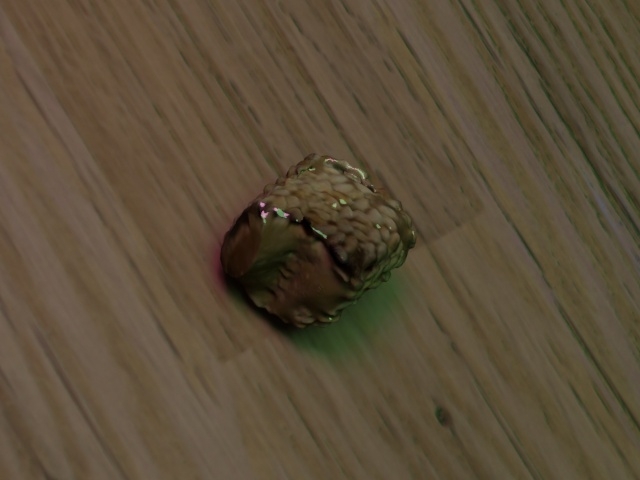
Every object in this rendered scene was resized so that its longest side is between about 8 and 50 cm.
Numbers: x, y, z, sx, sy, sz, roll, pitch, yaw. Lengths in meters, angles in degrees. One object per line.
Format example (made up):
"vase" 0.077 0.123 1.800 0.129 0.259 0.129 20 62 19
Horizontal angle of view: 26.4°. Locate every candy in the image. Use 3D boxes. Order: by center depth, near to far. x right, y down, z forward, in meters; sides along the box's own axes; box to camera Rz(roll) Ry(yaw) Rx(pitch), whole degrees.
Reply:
"candy" 0.000 0.000 0.834 0.095 0.085 0.110 43 44 0
